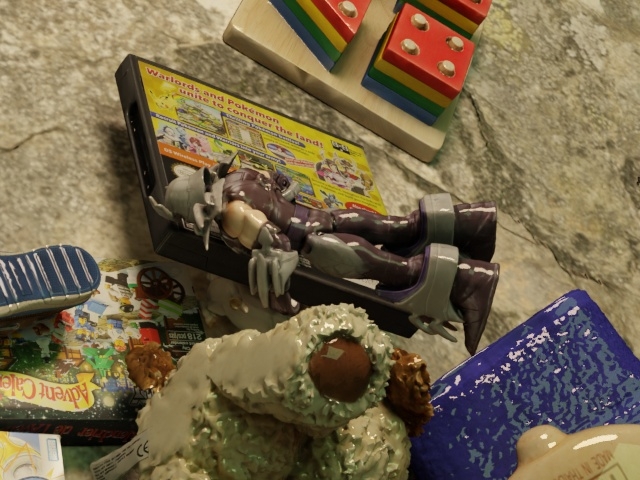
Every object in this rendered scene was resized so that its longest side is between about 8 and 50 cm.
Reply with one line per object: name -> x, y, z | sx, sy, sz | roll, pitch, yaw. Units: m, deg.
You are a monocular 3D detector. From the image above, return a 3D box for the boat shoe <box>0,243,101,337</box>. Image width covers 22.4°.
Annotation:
boat shoe -> -0.255, 0.046, 1.222 | 0.183, 0.066, 0.066 | -1, 56, -41

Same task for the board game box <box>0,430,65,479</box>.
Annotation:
board game box -> -0.245, 0.230, 1.160 | 0.136, 0.035, 0.201 | 7, 50, -29

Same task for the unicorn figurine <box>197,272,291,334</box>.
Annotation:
unicorn figurine -> -0.066, 0.055, 1.413 | 0.162, 0.060, 0.111 | 52, 7, -12

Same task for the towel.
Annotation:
towel -> 0.227, 0.221, 1.416 | 0.227, 0.076, 0.308 | -31, 71, -11

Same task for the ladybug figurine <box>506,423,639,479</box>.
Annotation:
ladybug figurine -> 0.266, 0.332, 1.241 | 0.305, 0.162, 0.449 | -27, 97, -5

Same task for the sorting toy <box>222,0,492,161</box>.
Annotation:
sorting toy -> 0.058, -0.249, 1.741 | 0.255, 0.089, 0.257 | 30, 43, -7

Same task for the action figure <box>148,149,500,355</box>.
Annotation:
action figure -> 0.000, 0.000, 1.300 | 0.285, 0.099, 0.185 | 13, 31, -3

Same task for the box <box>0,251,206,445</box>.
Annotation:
box -> -0.202, 0.087, 1.307 | 0.233, 0.044, 0.159 | 4, 52, -31

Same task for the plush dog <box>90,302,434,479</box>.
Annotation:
plush dog -> -0.026, 0.166, 1.255 | 0.225, 0.262, 0.210 | 29, 1, -39

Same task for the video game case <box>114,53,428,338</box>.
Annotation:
video game case -> -0.047, -0.041, 1.468 | 0.275, 0.035, 0.248 | 20, 34, -32
